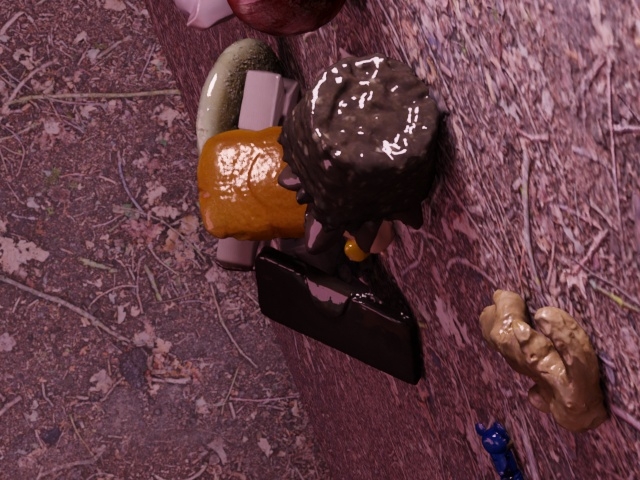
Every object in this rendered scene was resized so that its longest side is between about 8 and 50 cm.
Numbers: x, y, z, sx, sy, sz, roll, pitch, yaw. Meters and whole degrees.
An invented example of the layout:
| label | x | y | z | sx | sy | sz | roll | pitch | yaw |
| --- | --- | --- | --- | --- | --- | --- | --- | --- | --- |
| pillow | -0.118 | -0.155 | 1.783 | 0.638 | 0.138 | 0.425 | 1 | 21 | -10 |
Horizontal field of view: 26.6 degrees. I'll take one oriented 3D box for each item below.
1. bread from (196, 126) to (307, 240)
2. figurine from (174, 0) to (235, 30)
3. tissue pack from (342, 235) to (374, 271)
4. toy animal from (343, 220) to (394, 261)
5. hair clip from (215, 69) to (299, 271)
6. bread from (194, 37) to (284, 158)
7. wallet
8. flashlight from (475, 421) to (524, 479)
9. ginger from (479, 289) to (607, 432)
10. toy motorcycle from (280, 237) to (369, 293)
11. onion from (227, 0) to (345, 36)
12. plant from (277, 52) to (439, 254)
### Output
| label | x | y | z | sx | sy | sz | roll | pitch | yaw |
| --- | --- | --- | --- | --- | --- | --- | --- | --- | --- |
| bread | -0.062 | -0.081 | 2.035 | 0.121 | 0.246 | 0.174 | 108 | 160 | -72 |
| figurine | -0.215 | -0.490 | 2.380 | 0.200 | 0.133 | 0.276 | 81 | 166 | -63 |
| tissue pack | 0.058 | 0.000 | 2.173 | 0.063 | 0.035 | 0.083 | 80 | 166 | -67 |
| toy animal | 0.071 | -0.031 | 1.958 | 0.082 | 0.091 | 0.114 | 0 | 126 | 50 |
| hair clip | -0.107 | -0.112 | 2.232 | 0.101 | 0.085 | 0.330 | 3 | -84 | -65 |
| bread | -0.128 | -0.208 | 2.281 | 0.040 | 0.267 | 0.267 | 15 | 140 | 25 |
| wallet | 0.024 | 0.121 | 2.160 | 0.310 | 0.042 | 0.165 | 25 | 146 | 27 |
| flashlight | 0.243 | 0.289 | 1.766 | 0.057 | 0.035 | 0.121 | -14 | 101 | 55 |
| ginger | 0.227 | 0.128 | 1.436 | 0.259 | 0.065 | 0.149 | -172 | 60 | -77 |
| toy motorcycle | 0.000 | 0.000 | 2.254 | 0.260 | 0.110 | 0.171 | 54 | -141 | -30 |
| onion | -0.028 | -0.327 | 1.667 | 0.195 | 0.159 | 0.159 | 7 | 119 | 56 |
| plant | 0.039 | -0.104 | 1.658 | 0.320 | 0.182 | 0.194 | 113 | 136 | -69 |
